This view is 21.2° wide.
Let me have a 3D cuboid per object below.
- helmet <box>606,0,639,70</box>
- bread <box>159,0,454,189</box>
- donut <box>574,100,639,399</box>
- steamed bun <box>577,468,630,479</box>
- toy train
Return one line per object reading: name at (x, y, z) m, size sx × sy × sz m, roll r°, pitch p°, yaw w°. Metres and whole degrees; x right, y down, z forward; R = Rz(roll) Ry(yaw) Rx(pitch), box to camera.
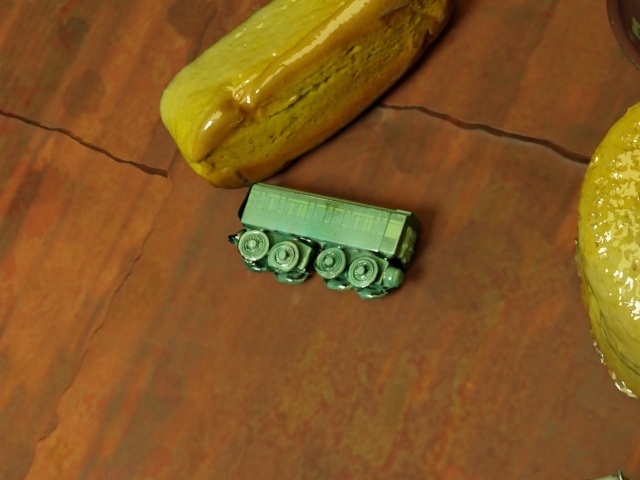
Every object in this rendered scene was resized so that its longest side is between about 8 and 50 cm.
helmet at (0.273, -0.192, 1.201) m, size 0.155 × 0.106 × 0.175 m, roll -42°, pitch 56°, yaw 1°
bread at (-0.008, -0.139, 1.293) m, size 0.245 × 0.102 × 0.094 m, roll -38°, pitch 58°, yaw 2°
donut at (0.292, -0.007, 1.103) m, size 0.277 × 0.108 × 0.278 m, roll -5°, pitch 73°, yaw 18°
steamed bun at (0.130, 0.306, 0.975) m, size 0.206 × 0.275 × 0.320 m, roll -25°, pitch 25°, yaw 24°
toy train at (0.000, 0.000, 1.268) m, size 0.148 × 0.038 × 0.071 m, roll 12°, pitch 71°, yaw 26°
